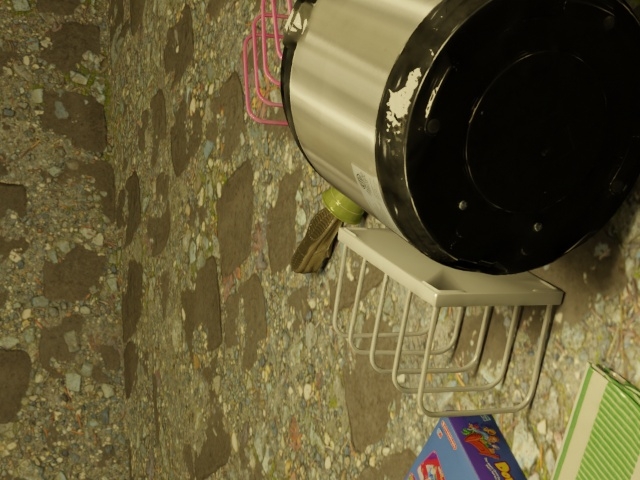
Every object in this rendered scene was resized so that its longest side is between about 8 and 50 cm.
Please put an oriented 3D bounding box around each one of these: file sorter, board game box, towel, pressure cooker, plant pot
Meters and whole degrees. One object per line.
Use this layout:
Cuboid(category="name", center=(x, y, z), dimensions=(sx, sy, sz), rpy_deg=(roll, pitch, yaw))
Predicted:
Cuboid(category="file sorter", center=(0.156, 0.102, 1.449), dimensions=(0.277, 0.192, 0.173), rpy_deg=(-143, 58, -59))
Cuboid(category="board game box", center=(0.214, 0.432, 1.400), dimensions=(0.233, 0.078, 0.347), rpy_deg=(-66, 33, 34))
Cuboid(category="towel", center=(0.369, 0.311, 1.164), dimensions=(0.325, 0.038, 0.248), rpy_deg=(43, 125, 55))
Cuboid(category="pressure cooker", center=(0.148, -0.190, 1.306), dimensions=(0.420, 0.375, 0.370), rpy_deg=(39, 124, 58))
Cuboid(category="plant pot", center=(0.058, -0.084, 1.807), dimensions=(0.079, 0.083, 0.083), rpy_deg=(-52, 41, 31))
Cuboid(category="file sorter", center=(-0.013, -0.339, 1.815), dimensions=(0.291, 0.182, 0.202), rpy_deg=(130, 138, -62))

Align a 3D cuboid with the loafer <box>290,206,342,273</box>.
Cuboid(category="loafer", center=(0.000, 0.000, 1.932), dimensions=(0.148, 0.050, 0.056), rpy_deg=(-54, 41, 21))
